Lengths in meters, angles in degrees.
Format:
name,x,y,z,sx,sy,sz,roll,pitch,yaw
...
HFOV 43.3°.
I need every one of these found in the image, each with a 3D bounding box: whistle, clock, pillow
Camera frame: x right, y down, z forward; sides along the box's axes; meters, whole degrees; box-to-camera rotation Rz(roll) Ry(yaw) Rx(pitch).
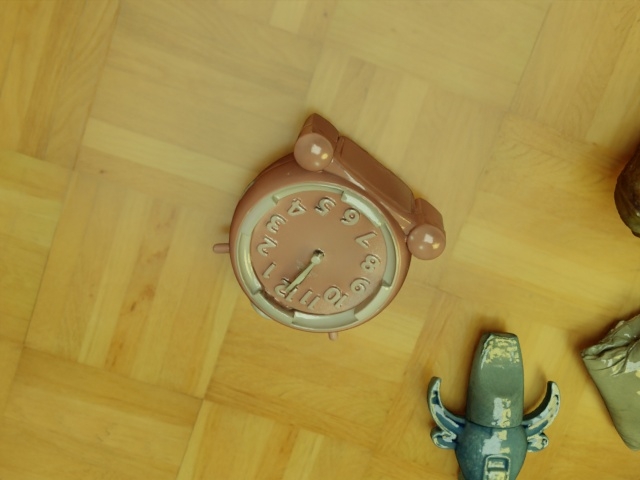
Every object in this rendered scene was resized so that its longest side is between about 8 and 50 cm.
name,x,y,z,sx,sy,sz,roll,pitch,yaw
whistle,0.231,0.252,1.092,0.180,0.093,0.269,4,98,-4
clock,0.000,0.000,0.997,0.227,0.142,0.241,37,109,-10
pillow,0.444,0.193,1.087,0.134,0.078,0.181,-29,107,8

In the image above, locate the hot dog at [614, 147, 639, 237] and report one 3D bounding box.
name,x,y,z,sx,sy,sz,roll,pitch,yaw
hot dog,0.473,-0.090,0.975,0.175,0.114,0.259,43,91,18
